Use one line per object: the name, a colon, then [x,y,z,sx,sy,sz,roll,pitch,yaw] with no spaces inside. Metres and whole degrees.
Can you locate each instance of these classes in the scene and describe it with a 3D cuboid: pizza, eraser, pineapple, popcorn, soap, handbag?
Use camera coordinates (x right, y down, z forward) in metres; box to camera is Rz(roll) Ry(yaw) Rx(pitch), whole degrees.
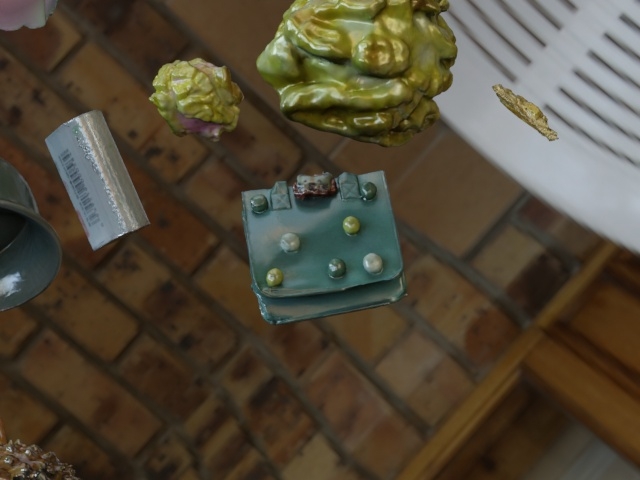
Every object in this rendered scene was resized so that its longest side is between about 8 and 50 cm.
pizza: [0.274,-0.185,1.866,0.108,0.026,0.123,35,-171,-38]
eraser: [-0.406,-0.106,2.479,0.174,0.081,0.227,-23,90,54]
pineapple: [-0.337,0.311,1.533,0.202,0.202,0.362,42,156,-4]
popcorn: [0.060,-0.300,2.192,0.312,0.312,0.312,42,179,0]
soap: [-0.339,-0.286,1.477,0.149,0.100,0.056,-123,28,-43]
popcorn: [-0.187,-0.214,2.062,0.145,0.126,0.126,32,167,-27]
handbag: [0.000,-0.001,2.345,0.100,0.269,0.274,80,-179,-52]

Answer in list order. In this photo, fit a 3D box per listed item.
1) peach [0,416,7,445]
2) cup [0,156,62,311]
peach: [-0.559,0.270,1.815,0.289,0.289,0.308,45,-142,-78]
cup: [-0.401,-0.031,1.559,0.199,0.199,0.150,43,-155,-47]
